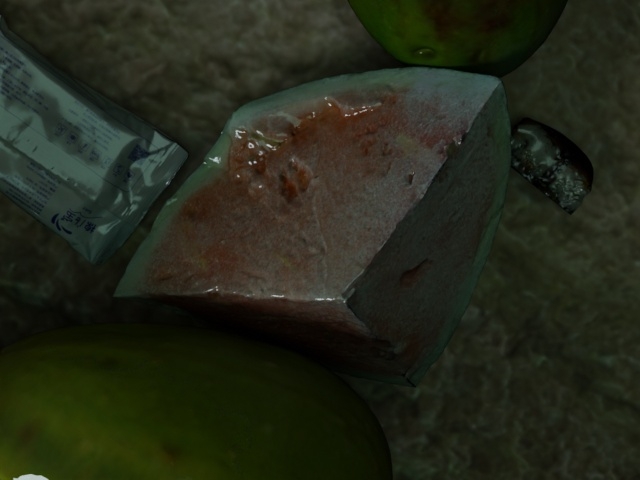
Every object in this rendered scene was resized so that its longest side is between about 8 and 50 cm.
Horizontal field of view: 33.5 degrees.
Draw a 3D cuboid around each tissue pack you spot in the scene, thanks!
[{"bbox_3d":[-0.214,-0.076,0.829,0.193,0.026,0.122,36,99,-9],"label":"tissue pack"}]

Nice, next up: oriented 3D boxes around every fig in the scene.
[{"bbox_3d":[0.099,-0.203,0.747,0.181,0.181,0.191,-8,126,0],"label":"fig"},{"bbox_3d":[-0.102,0.183,0.762,0.326,0.258,0.258,28,100,-17],"label":"fig"}]

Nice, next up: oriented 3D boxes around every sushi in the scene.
[{"bbox_3d":[0.182,-0.062,0.837,0.083,0.044,0.046,38,99,-11],"label":"sushi"}]

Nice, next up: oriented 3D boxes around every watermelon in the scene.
[{"bbox_3d":[0.000,0.000,0.786,0.260,0.176,0.256,10,113,30],"label":"watermelon"}]
